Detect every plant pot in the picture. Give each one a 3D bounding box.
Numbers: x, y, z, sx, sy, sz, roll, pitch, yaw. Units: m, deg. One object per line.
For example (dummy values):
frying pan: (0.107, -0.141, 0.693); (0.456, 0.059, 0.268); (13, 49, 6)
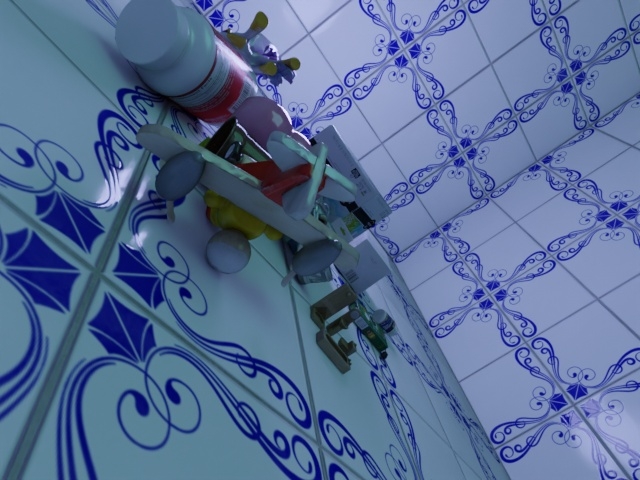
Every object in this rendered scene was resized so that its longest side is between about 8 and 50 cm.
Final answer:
plant pot: (-0.194, -0.187, 1.181); (0.165, 0.167, 0.167); (35, 19, -28)

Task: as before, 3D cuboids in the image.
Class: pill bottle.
pill bottle: (0.265, 0.338, 1.957); (0.120, 0.067, 0.067); (48, 12, -32)
pill bottle: (-0.349, -0.476, 1.308); (0.229, 0.229, 0.407); (57, 11, 13)

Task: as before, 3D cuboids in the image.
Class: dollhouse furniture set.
dollhouse furniture set: (0.063, 0.225, 1.252); (0.144, 0.123, 0.151); (52, 11, -16)

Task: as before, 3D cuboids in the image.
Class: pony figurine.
pony figurine: (-0.243, -0.615, 1.632); (0.363, 0.303, 0.351); (22, -13, 43)

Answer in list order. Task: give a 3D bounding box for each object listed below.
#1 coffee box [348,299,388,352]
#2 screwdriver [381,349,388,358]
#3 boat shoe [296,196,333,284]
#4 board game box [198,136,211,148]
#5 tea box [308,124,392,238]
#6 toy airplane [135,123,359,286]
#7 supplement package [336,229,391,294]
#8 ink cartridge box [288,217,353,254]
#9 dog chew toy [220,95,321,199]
coffee box: (0.169, 0.302, 1.716); (0.184, 0.040, 0.113); (50, 12, -24)
screwdriver: (0.238, 0.409, 1.748); (0.025, 0.024, 0.170); (27, 2, 15)
boat shoe: (-0.010, -0.024, 1.423); (0.118, 0.102, 0.321); (67, 22, -59)
board game box: (-0.261, -0.190, 1.316); (0.181, 0.043, 0.092); (59, 11, 22)
tea box: (0.021, -0.165, 1.722); (0.329, 0.323, 0.220); (59, 10, 23)
toy airplane: (-0.118, -0.056, 0.923); (0.385, 0.273, 0.384); (24, -11, 15)
supplement package: (0.180, 0.080, 2.081); (0.178, 0.175, 0.293); (52, 11, -6)
ink cartridge box: (0.000, 0.000, 1.511); (0.104, 0.180, 0.060); (61, 10, 32)
dog chew toy: (-0.118, -0.238, 1.345); (0.332, 0.206, 0.207); (43, 14, -17)
